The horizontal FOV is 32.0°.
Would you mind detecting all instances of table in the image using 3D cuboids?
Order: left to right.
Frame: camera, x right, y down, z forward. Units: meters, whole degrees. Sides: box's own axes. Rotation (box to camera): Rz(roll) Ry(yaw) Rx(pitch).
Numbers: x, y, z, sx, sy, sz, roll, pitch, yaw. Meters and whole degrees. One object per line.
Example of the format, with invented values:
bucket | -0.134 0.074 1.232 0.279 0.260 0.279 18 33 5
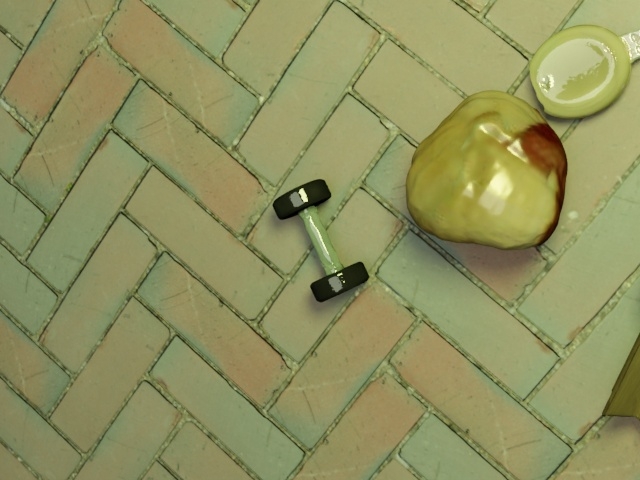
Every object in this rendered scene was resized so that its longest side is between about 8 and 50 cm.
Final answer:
table | 0.518 0.175 1.673 0.167 0.167 0.227 26 115 16

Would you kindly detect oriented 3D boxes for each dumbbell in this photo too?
dumbbell | 0.000 0.000 1.870 0.100 0.100 0.191 -27 87 22

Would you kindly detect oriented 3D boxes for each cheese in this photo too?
cheese | 0.429 -0.273 1.684 0.227 0.064 0.137 -25 90 21

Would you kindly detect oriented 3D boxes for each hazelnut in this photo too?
hazelnut | 0.256 -0.086 1.709 0.261 0.241 0.261 -7 66 16
